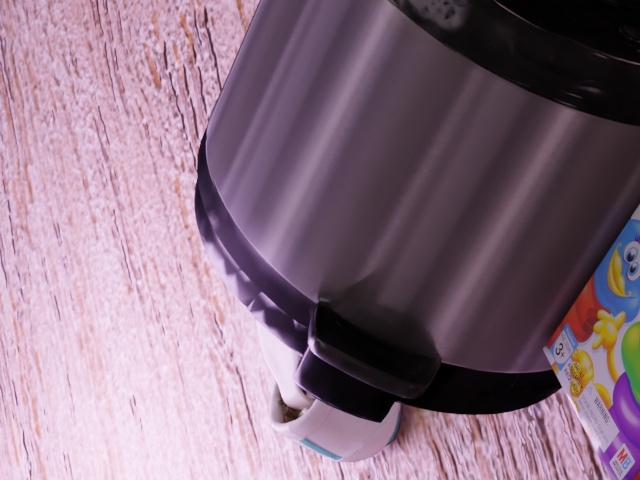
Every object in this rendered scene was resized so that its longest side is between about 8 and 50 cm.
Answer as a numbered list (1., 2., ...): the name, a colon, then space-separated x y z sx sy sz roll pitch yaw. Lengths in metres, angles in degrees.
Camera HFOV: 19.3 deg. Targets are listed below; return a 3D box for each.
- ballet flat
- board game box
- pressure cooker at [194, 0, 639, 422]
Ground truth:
1. ballet flat: 0.000 0.000 1.718 0.139 0.139 0.400 -17 70 45
2. board game box: 0.289 0.029 1.236 0.275 0.142 0.144 -61 35 32
3. pressure cooker: 0.104 -0.080 1.425 0.375 0.370 0.420 54 133 32
